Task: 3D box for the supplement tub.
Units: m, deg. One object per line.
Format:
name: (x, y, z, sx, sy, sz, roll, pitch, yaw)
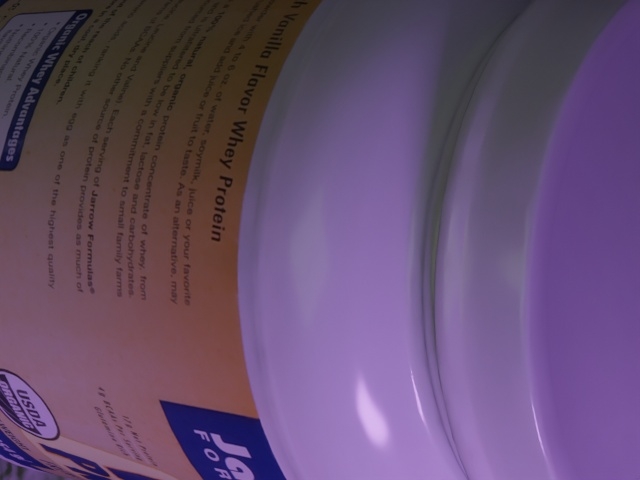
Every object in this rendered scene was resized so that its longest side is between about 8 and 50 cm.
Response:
supplement tub: (0.000, 0.000, 0.573, 0.316, 0.228, 0.228, 5, 97, 41)
